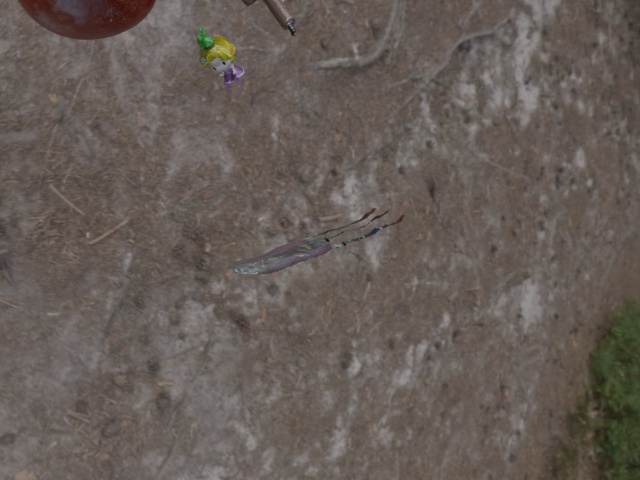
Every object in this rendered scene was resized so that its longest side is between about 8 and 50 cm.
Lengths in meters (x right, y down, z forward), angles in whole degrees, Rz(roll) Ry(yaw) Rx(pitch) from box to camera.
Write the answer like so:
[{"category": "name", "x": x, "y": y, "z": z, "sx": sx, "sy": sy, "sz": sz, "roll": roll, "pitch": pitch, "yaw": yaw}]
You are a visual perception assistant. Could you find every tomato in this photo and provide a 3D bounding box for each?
[{"category": "tomato", "x": -0.479, "y": -0.547, "z": 1.261, "sx": 0.335, "sy": 0.176, "sz": 0.289, "roll": -19, "pitch": 137, "yaw": -2}]

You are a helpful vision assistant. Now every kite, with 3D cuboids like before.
[{"category": "kite", "x": 0.001, "y": 0.004, "z": 1.145, "sx": 0.361, "sy": 0.204, "sz": 0.022, "roll": -22, "pitch": 103, "yaw": -26}]

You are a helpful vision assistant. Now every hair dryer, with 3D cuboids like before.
[{"category": "hair dryer", "x": -0.098, "y": -0.513, "z": 1.284, "sx": 0.117, "sy": 0.064, "sz": 0.181, "roll": -34, "pitch": 80, "yaw": 2}]

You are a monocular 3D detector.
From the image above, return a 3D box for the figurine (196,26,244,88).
[{"category": "figurine", "x": -0.258, "y": -0.471, "z": 1.493, "sx": 0.156, "sy": 0.095, "sz": 0.114, "roll": 38, "pitch": 27, "yaw": -52}]
